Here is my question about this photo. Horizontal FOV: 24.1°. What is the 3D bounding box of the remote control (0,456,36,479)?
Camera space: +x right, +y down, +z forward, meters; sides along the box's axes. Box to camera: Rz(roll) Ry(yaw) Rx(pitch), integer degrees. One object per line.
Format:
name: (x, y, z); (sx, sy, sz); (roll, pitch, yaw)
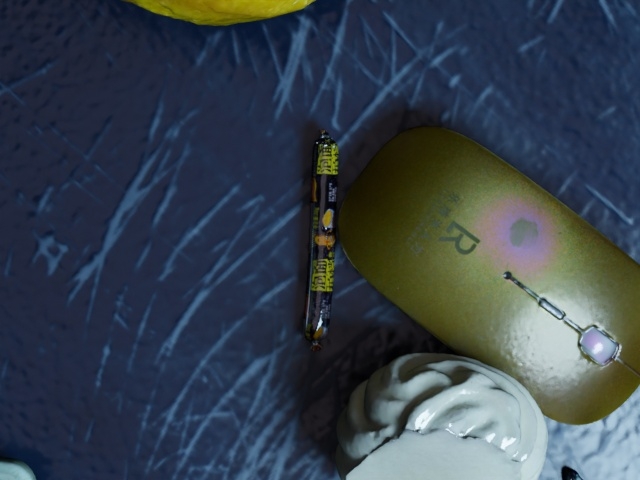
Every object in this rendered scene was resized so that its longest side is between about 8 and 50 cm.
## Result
remote control: (-0.332, 0.351, 1.313); (0.128, 0.065, 0.335); (9, 90, 2)

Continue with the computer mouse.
computer mouse: (0.162, 0.031, 1.312); (0.310, 0.072, 0.158); (38, 92, -1)

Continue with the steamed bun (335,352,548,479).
steamed bun: (0.101, 0.160, 1.275); (0.183, 0.183, 0.106); (2, 49, 0)

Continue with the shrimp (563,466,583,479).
shrimp: (0.149, 0.278, 1.329); (0.262, 0.051, 0.198); (23, 83, -3)

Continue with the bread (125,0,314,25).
bread: (-0.081, -0.376, 1.216); (0.361, 0.250, 0.394); (22, 91, 0)

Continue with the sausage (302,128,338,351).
sausage: (0.000, 0.000, 1.330); (0.025, 0.028, 0.198); (3, 90, 23)
